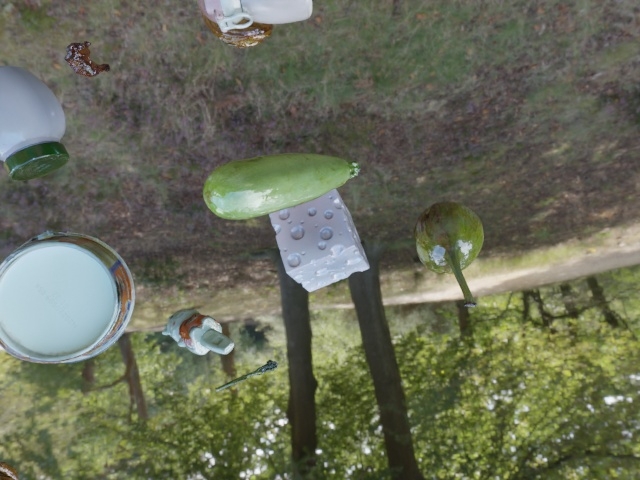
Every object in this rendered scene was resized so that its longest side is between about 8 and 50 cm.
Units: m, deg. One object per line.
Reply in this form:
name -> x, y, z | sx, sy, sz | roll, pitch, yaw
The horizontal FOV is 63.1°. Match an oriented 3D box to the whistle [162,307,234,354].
whistle -> -0.324, 0.241, 1.372 | 0.253, 0.101, 0.106 | 18, 169, 37

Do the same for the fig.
fig -> 0.249, 0.029, 0.987 | 0.149, 0.149, 0.245 | -10, -149, 9

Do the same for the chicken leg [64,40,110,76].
chicken leg -> -0.686, -0.524, 1.534 | 0.053, 0.093, 0.205 | 30, 173, -2

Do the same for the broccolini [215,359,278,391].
broccolini -> -0.241, 0.453, 1.725 | 0.218, 0.042, 0.044 | -22, 164, -23

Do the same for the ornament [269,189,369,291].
ornament -> 0.000, 0.000, 1.774 | 0.240, 0.239, 0.239 | -23, 155, 9

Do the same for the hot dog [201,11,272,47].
hot dog -> -0.254, -0.699, 1.536 | 0.196, 0.272, 0.122 | -25, 176, -25

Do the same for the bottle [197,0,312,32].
bottle -> -0.144, -0.519, 1.083 | 0.237, 0.147, 0.147 | -11, 169, -2

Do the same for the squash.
squash -> -0.070, -0.123, 1.055 | 0.371, 0.118, 0.118 | -19, 178, -40

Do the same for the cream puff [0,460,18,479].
cream puff -> -0.924, 0.699, 1.370 | 0.269, 0.154, 0.241 | -16, -173, 31

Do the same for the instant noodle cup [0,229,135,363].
instant noodle cup -> -0.520, 0.120, 1.048 | 0.297, 0.296, 0.214 | -5, 179, -21

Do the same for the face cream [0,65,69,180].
face cream -> -1.064, -0.412, 1.831 | 0.313, 0.356, 0.219 | -27, -179, -24
